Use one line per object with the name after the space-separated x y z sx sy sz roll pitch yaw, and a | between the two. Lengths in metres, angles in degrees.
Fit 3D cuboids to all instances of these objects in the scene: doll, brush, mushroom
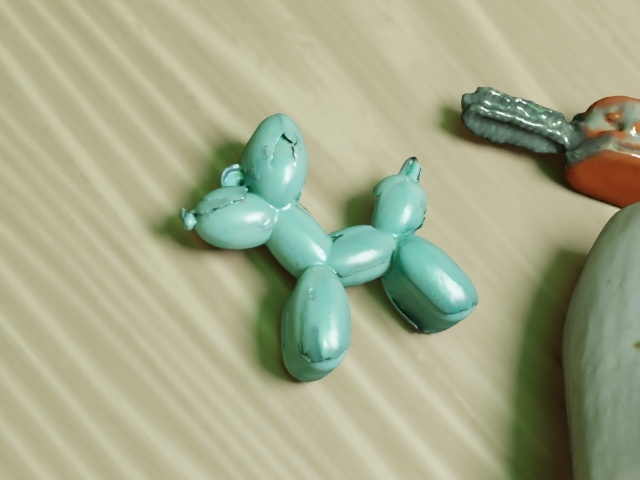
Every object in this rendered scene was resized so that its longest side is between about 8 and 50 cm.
0.000 0.000 0.896 0.159 0.059 0.159 -13 74 -19 | doll
0.245 -0.046 0.981 0.323 0.070 0.051 17 61 -8 | brush
0.204 0.121 0.864 0.159 0.122 0.329 19 58 2 | mushroom
